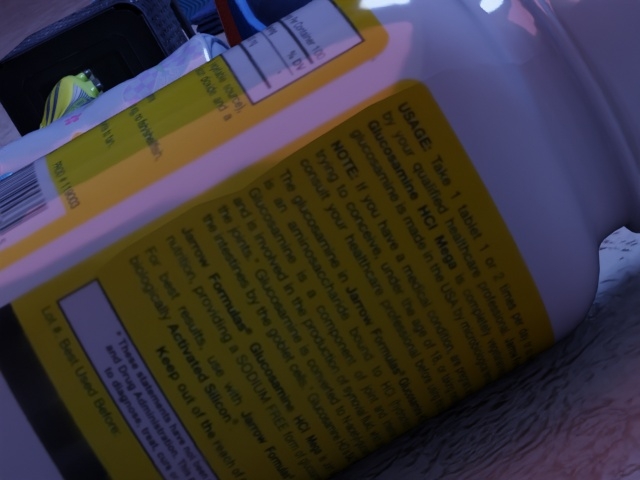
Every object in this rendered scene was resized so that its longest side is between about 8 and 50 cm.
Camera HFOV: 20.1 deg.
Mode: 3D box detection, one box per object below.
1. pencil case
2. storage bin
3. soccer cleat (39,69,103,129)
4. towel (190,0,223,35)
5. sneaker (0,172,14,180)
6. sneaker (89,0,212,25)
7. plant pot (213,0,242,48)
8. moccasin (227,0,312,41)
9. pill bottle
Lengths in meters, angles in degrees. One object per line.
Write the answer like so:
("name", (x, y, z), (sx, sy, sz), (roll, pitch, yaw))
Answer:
("pencil case", (-0.167, -0.052, 1.363), (0.273, 0.113, 0.124), (-27, 8, 8))
("storage bin", (-0.210, -0.159, 1.730), (0.180, 0.122, 0.084), (-23, 18, 22))
("soccer cleat", (-0.219, -0.077, 1.566), (0.121, 0.093, 0.289), (-39, 17, -7))
("towel", (-0.091, -0.269, 2.017), (0.067, 0.029, 0.119), (-16, 21, 40))
("sneaker", (-0.049, -0.024, 1.039), (0.340, 0.140, 0.125), (-24, 16, 15))
("sneaker", (-0.184, -0.305, 2.182), (0.228, 0.087, 0.092), (-9, 24, 46))
("plant pot", (0.020, -0.371, 1.776), (0.235, 0.267, 0.267), (-9, 24, 23))
("moccasin", (0.012, -0.152, 1.380), (0.116, 0.138, 0.342), (-27, 30, -6))
("pill bottle", (0.000, 0.000, 0.800), (0.334, 0.188, 0.188), (-30, 16, -1))
